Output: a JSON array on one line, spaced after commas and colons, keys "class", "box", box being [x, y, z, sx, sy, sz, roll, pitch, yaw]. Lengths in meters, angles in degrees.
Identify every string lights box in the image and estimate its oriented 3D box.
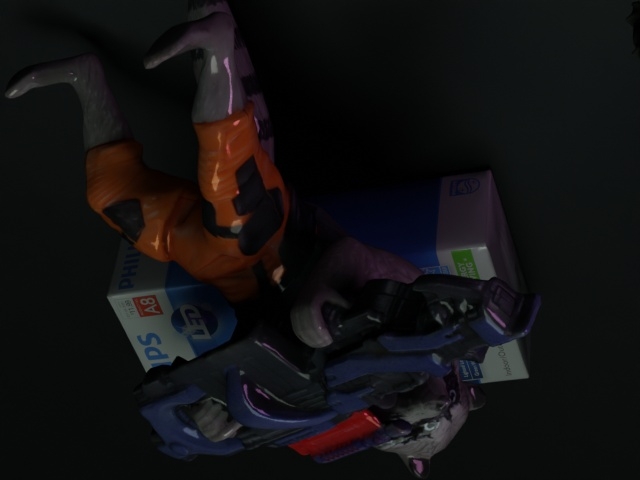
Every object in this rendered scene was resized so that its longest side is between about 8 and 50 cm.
[{"class": "string lights box", "box": [0.003, 0.040, 1.350, 0.259, 0.077, 0.133, -8, 133, 15]}]

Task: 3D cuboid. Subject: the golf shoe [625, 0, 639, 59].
[{"class": "golf shoe", "box": [0.309, -0.138, 1.111, 0.273, 0.105, 0.120, -19, 135, 25]}]

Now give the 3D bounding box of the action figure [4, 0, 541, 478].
[{"class": "action figure", "box": [0.000, 0.000, 1.174, 0.341, 0.178, 0.330, -15, 119, 45]}]
